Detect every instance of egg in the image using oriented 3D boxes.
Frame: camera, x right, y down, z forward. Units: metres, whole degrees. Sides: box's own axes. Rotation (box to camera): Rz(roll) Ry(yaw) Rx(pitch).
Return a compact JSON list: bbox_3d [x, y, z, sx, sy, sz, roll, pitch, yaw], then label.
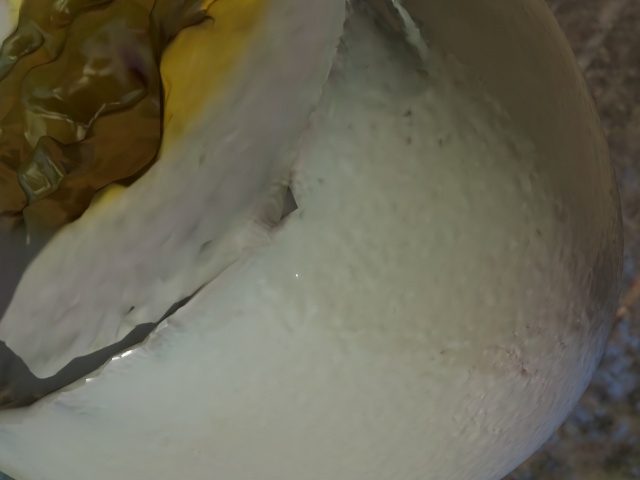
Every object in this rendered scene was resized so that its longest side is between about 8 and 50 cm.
[{"bbox_3d":[0.000,0.000,0.789,0.340,0.354,0.354,33,-159,-38],"label":"egg"}]

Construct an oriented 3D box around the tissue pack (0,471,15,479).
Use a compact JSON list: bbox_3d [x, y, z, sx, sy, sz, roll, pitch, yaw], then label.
[{"bbox_3d":[-0.262,0.148,0.991,0.177,0.263,0.089,7,159,26],"label":"tissue pack"}]
